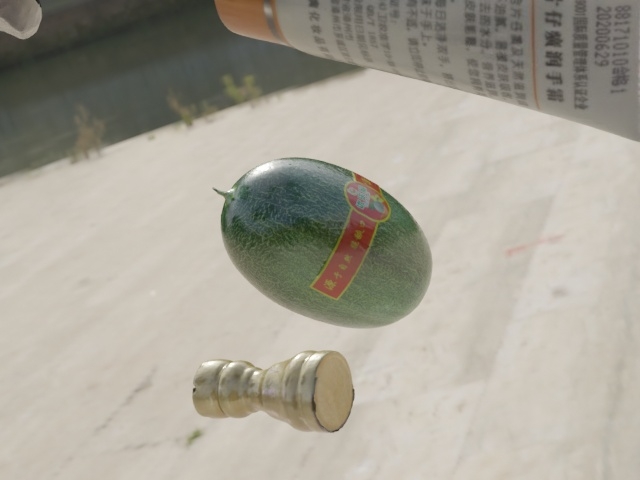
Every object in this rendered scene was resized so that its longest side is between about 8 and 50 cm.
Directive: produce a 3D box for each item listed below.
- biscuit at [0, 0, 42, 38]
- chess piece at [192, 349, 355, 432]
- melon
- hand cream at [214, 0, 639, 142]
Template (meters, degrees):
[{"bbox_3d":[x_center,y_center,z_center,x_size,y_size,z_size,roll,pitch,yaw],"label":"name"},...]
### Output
[{"bbox_3d":[-0.529,-0.366,1.592,0.407,0.091,0.407,22,-1,0],"label":"biscuit"},{"bbox_3d":[-0.041,0.120,1.030,0.122,0.066,0.066,-3,21,29],"label":"chess piece"},{"bbox_3d":[0.000,0.000,1.531,0.287,0.182,0.182,22,1,-21],"label":"melon"},{"bbox_3d":[0.077,-0.151,0.816,0.314,0.140,0.089,20,44,29],"label":"hand cream"}]
